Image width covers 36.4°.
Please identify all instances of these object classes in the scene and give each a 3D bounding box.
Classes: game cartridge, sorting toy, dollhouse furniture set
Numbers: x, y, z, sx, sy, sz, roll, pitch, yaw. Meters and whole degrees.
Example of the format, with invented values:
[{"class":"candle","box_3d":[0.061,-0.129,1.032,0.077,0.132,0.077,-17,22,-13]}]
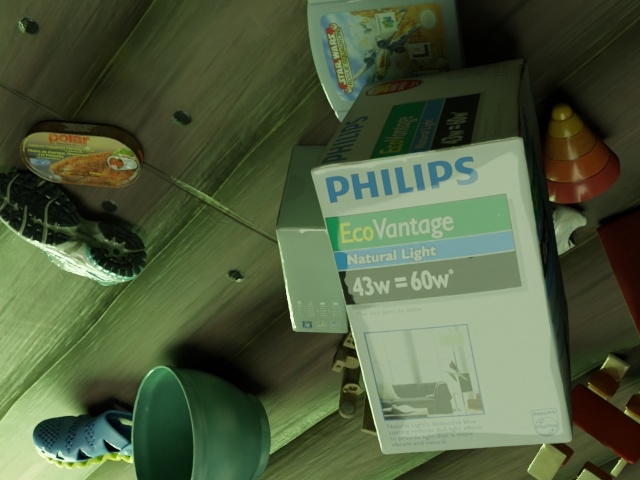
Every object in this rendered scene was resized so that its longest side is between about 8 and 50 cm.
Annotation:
[{"class":"game cartridge","box_3d":[0.089,-0.259,1.284,0.198,0.062,0.297,-6,135,11]},{"class":"sorting toy","box_3d":[0.223,-0.113,1.363,0.366,0.127,0.126,-10,129,19]},{"class":"dollhouse furniture set","box_3d":[0.093,0.255,1.772,0.144,0.123,0.151,19,136,-9]},{"class":"dollhouse furniture set","box_3d":[0.440,0.279,1.659,0.259,0.262,0.135,35,139,20]}]

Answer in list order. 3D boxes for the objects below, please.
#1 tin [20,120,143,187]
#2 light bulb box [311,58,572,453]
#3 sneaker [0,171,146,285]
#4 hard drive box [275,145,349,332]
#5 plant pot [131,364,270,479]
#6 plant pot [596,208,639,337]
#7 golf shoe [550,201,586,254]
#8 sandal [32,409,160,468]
[{"class":"tin","box_3d":[-0.369,-0.135,1.511,0.190,0.040,0.106,6,141,4]},{"class":"light bulb box","box_3d":[0.166,0.006,1.181,0.225,0.358,0.360,-8,112,16]},{"class":"sneaker","box_3d":[-0.438,-0.003,1.615,0.283,0.110,0.122,34,143,-18]},{"class":"hard drive box","box_3d":[0.000,0.000,1.479,0.089,0.181,0.232,1,137,9]},{"class":"plant pot","box_3d":[-0.219,0.387,1.885,0.196,0.293,0.293,3,144,-32]},{"class":"plant pot","box_3d":[0.598,0.070,1.402,0.236,0.267,0.267,-37,121,25]},{"class":"golf shoe","box_3d":[0.352,0.013,1.515,0.086,0.069,0.176,11,138,-10]},{"class":"sandal","box_3d":[-0.445,0.400,2.038,0.318,0.126,0.138,1,133,-2]}]
